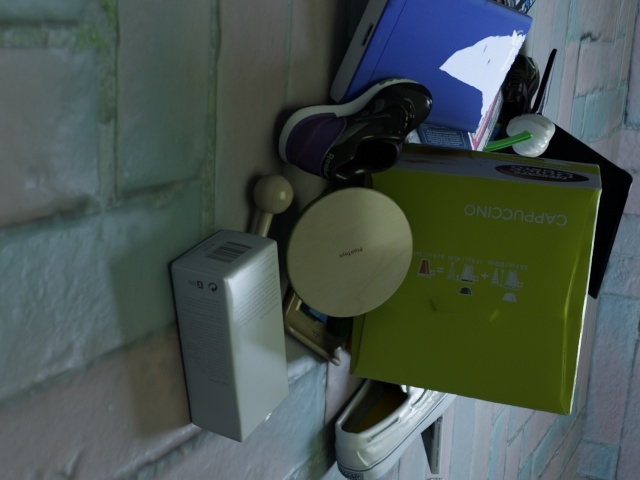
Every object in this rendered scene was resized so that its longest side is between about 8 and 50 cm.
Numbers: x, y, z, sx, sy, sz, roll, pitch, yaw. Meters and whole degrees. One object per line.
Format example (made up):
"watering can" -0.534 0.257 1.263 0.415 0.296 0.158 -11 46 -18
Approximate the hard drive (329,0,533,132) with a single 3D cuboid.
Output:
"hard drive" 0.178 -0.284 1.295 0.318 0.040 0.210 3 120 -43

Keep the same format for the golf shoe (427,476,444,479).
"golf shoe" 0.238 0.594 1.876 0.176 0.069 0.086 -25 140 -54

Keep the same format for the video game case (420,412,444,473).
"video game case" 0.221 0.339 1.683 0.190 0.022 0.173 -93 -177 -72

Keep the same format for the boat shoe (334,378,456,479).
"boat shoe" 0.138 0.249 1.502 0.367 0.135 0.157 -39 130 -38

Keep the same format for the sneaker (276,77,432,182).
"sneaker" 0.082 -0.141 1.181 0.283 0.124 0.107 -26 137 -37

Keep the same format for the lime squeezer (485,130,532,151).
"lime squeezer" 0.258 -0.118 1.624 0.310 0.110 0.059 -46 166 1

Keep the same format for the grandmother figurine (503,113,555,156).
"grandmother figurine" 0.419 -0.170 1.781 0.342 0.104 0.208 87 13 -72

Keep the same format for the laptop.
"laptop" 0.587 -0.158 1.957 0.382 0.236 0.408 87 23 -46

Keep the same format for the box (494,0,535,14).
"box" 0.401 -0.543 1.707 0.175 0.051 0.220 -56 155 -8

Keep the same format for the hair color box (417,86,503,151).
"hair color box" 0.226 -0.305 1.486 0.174 0.105 0.347 -65 148 -25

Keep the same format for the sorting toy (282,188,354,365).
"sorting toy" 0.047 0.082 1.352 0.307 0.041 0.229 44 60 -57

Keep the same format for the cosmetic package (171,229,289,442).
"cosmetic package" -0.107 0.116 1.039 0.117 0.085 0.231 -36 132 -52

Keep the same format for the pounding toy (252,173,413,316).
"pounding toy" 0.000 0.000 1.164 0.236 0.110 0.183 10 103 -22

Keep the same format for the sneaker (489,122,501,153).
"sneaker" 0.342 -0.191 1.776 0.188 0.067 0.078 -42 128 -53

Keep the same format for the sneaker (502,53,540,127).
"sneaker" 0.453 -0.338 1.935 0.077 0.072 0.178 -11 104 -49

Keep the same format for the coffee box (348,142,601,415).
"coffee box" 0.257 0.039 1.357 0.334 0.337 0.338 -31 127 -69
